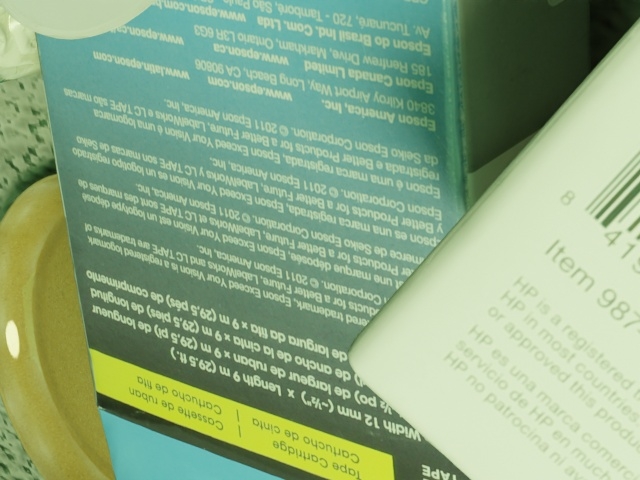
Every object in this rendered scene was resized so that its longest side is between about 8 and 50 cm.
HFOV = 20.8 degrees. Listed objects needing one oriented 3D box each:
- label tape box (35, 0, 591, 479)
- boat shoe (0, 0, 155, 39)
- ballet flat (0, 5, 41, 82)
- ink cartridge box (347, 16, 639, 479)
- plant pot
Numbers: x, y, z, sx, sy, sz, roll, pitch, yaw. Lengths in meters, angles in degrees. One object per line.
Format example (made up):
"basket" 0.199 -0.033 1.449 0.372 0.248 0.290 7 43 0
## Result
"label tape box" 0.000 0.000 0.839 0.249 0.115 0.348 15 124 36
"boat shoe" -0.070 -0.215 0.713 0.096 0.088 0.267 13 110 -12
"ballet flat" -0.192 -0.261 0.810 0.147 0.147 0.409 -8 120 41
"ink cartridge box" 0.249 -0.021 0.543 0.285 0.166 0.395 43 118 4
"plant pot" -0.119 0.070 1.059 0.236 0.032 0.236 16 115 39
